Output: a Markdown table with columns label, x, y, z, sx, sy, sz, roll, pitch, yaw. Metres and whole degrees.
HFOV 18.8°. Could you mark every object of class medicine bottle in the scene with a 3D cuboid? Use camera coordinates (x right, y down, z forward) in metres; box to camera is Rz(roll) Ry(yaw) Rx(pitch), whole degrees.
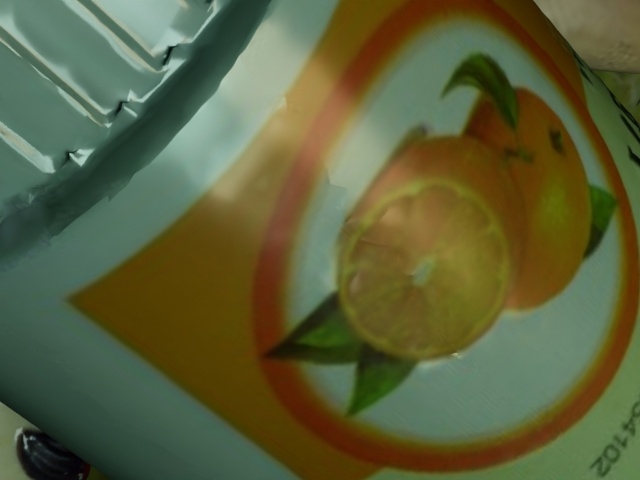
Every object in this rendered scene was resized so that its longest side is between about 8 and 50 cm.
| label | x | y | z | sx | sy | sz | roll | pitch | yaw |
| --- | --- | --- | --- | --- | --- | --- | --- | --- | --- |
| medicine bottle | 0.000 | 0.000 | 0.479 | 0.158 | 0.158 | 0.318 | -50 | 127 | -2 |

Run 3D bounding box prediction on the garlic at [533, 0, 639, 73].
| label | x | y | z | sx | sy | sz | roll | pitch | yaw |
| --- | --- | --- | --- | --- | --- | --- | --- | --- | --- |
| garlic | 0.076 | -0.154 | 0.546 | 0.217 | 0.110 | 0.228 | -33 | 115 | -13 |

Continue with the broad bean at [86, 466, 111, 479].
| label | x | y | z | sx | sy | sz | roll | pitch | yaw |
| --- | --- | --- | --- | --- | --- | --- | --- | --- | --- |
| broad bean | -0.053 | 0.043 | 0.611 | 0.075 | 0.067 | 0.325 | 30 | 99 | -18 |

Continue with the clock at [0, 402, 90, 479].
| label | x | y | z | sx | sy | sz | roll | pitch | yaw |
| --- | --- | --- | --- | --- | --- | --- | --- | --- | --- |
| clock | -0.161 | 0.090 | 0.520 | 0.195 | 0.100 | 0.194 | -13 | 129 | -32 |
